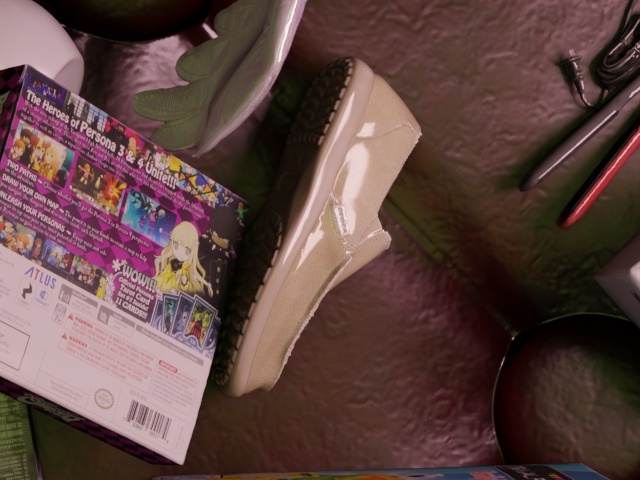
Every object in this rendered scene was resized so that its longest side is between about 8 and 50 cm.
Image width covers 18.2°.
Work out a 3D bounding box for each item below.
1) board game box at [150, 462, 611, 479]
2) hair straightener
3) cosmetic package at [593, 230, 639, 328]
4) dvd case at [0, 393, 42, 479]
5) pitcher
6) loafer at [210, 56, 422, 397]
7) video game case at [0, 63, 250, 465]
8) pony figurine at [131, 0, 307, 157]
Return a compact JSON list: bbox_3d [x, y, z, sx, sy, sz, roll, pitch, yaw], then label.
[{"bbox_3d":[0.043,0.210,1.408,0.336,0.254,0.079,-2,90,-3],"label":"board game box"},{"bbox_3d":[0.228,-0.121,1.520,0.089,0.047,0.230,41,88,-2],"label":"hair straightener"},{"bbox_3d":[0.418,-0.023,1.479,0.385,0.156,0.217,-40,92,-1],"label":"cosmetic package"},{"bbox_3d":[-0.291,0.195,1.508,0.164,0.018,0.221,-10,90,-4],"label":"dvd case"},{"bbox_3d":[-0.270,-0.164,1.466,0.207,0.125,0.177,26,77,9],"label":"pitcher"},{"bbox_3d":[0.000,0.000,1.482,0.092,0.102,0.268,23,93,-21],"label":"loafer"},{"bbox_3d":[-0.160,0.022,1.398,0.232,0.042,0.210,32,63,-40],"label":"video game case"},{"bbox_3d":[0.000,-0.251,1.384,0.363,0.351,0.303,-12,81,-28],"label":"pony figurine"}]
